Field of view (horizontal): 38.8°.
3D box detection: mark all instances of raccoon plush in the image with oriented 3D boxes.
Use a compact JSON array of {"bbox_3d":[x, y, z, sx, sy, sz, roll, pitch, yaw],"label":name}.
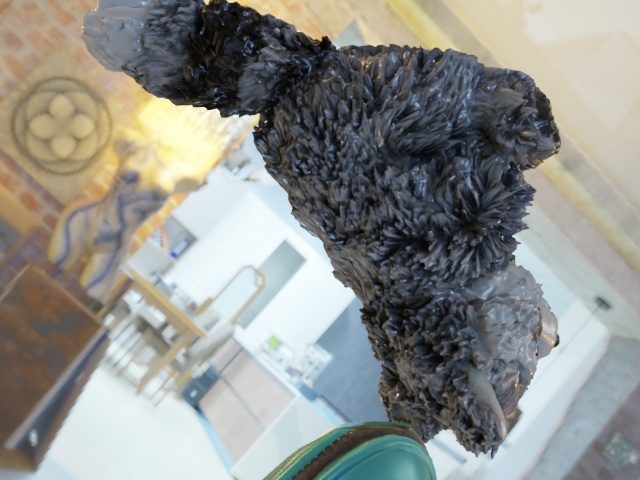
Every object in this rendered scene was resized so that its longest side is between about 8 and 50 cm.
[{"bbox_3d":[0.000,0.000,0.760,0.446,0.299,0.216,13,-9,0],"label":"raccoon plush"}]

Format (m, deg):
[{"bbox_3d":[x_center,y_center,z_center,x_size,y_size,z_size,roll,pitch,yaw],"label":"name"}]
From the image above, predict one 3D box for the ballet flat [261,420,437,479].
[{"bbox_3d":[-0.040,0.173,0.329,0.083,0.247,0.087,32,-16,-25],"label":"ballet flat"}]
